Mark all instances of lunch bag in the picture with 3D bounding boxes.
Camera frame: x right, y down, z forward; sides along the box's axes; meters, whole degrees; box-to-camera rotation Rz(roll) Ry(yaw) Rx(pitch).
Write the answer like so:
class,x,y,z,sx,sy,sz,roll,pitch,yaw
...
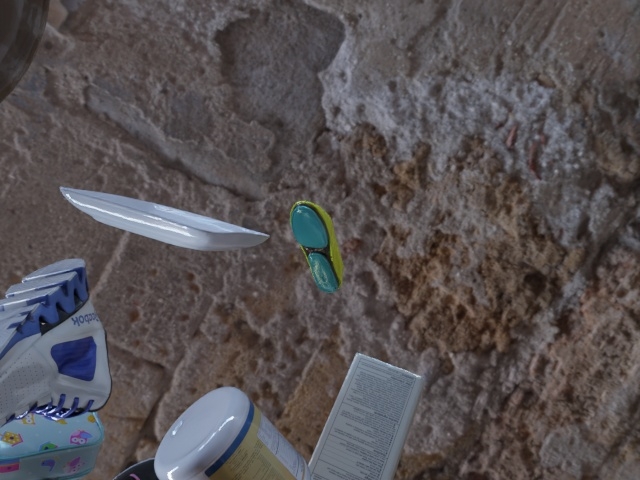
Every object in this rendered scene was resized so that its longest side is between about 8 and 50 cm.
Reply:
class,x,y,z,sx,sy,sz,roll,pitch,yaw
lunch bag,-0.555,0.356,0.999,0.279,0.224,0.107,37,106,42

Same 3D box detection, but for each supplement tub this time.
class,x,y,z,sx,sy,sz,roll,pitch,yaw
supplement tub,-0.103,0.311,0.681,0.144,0.199,0.144,-33,16,11

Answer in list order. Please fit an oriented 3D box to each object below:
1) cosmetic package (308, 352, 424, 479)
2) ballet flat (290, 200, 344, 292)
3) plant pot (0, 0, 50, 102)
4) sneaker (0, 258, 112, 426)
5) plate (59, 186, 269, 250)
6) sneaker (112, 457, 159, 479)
class,x,y,z,sx,sy,sz,roll,pitch,yaw
cosmetic package,0.091,0.409,1.054,0.309,0.160,0.113,-61,-22,-29
ballet flat,0.000,0.000,0.980,0.077,0.077,0.231,-63,-33,-41
plant pot,-0.349,-0.206,0.313,0.323,0.280,0.323,-63,-6,-12
sneaker,-0.348,0.174,0.622,0.127,0.182,0.315,-12,26,18
plate,-0.260,-0.029,0.912,0.278,0.277,0.045,3,-78,-77
sneaker,-0.367,0.485,0.933,0.147,0.104,0.296,-50,-11,32
